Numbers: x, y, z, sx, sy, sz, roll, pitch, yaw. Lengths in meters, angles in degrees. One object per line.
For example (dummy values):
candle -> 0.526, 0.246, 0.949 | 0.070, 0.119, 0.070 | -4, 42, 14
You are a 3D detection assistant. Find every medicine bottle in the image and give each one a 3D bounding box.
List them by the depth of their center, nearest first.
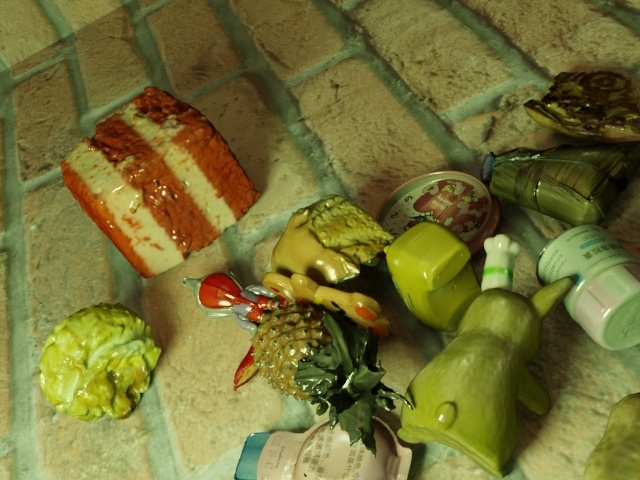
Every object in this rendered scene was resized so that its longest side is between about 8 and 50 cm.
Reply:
medicine bottle -> 0.427, 0.070, 1.252 | 0.135, 0.135, 0.168 | -29, 42, 0

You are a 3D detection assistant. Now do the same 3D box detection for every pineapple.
pineapple -> 0.020, 0.195, 1.261 | 0.165, 0.165, 0.364 | -42, 22, -16

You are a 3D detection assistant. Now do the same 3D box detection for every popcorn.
popcorn -> -0.410, 0.221, 1.514 | 0.184, 0.204, 0.221 | 25, 78, 43

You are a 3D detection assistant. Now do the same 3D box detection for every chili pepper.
chili pepper -> -0.081, 0.168, 1.499 | 0.268, 0.059, 0.050 | -54, 9, -22

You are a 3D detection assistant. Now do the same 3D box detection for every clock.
clock -> 0.214, -0.036, 1.533 | 0.245, 0.056, 0.244 | -14, 44, 14

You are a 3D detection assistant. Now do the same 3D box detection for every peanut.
peanut -> 0.409, 0.288, 1.050 | 0.129, 0.129, 0.224 | 9, 44, 35

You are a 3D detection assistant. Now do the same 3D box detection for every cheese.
cheese -> 0.000, 0.339, 1.256 | 0.286, 0.074, 0.188 | -5, 46, 24

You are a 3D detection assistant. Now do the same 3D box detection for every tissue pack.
tissue pack -> 0.184, 0.056, 1.363 | 0.123, 0.178, 0.127 | -40, 44, -15

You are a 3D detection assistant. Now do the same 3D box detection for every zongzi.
zongzi -> 0.443, -0.140, 1.466 | 0.221, 0.112, 0.242 | 26, 60, 33

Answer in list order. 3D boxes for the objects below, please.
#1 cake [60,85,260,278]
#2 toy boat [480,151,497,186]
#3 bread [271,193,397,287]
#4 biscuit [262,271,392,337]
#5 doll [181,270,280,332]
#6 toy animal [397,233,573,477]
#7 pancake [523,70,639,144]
cake -> -0.350, -0.125, 1.773 | 0.319, 0.270, 0.269 | -40, 42, -11
toy boat -> 0.327, -0.136, 1.589 | 0.038, 0.038, 0.083 | 0, 66, 29
bread -> 0.001, -0.007, 1.500 | 0.174, 0.132, 0.252 | -34, 19, -31
biscuit -> 0.002, 0.109, 1.423 | 0.250, 0.165, 0.036 | 16, 68, 29
doll -> -0.178, 0.109, 1.586 | 0.228, 0.075, 0.102 | 14, 66, 27
toy animal -> 0.259, 0.169, 1.223 | 0.181, 0.180, 0.363 | 17, 51, 31
pancake -> 0.504, -0.249, 1.592 | 0.213, 0.056, 0.257 | -7, 37, 13
